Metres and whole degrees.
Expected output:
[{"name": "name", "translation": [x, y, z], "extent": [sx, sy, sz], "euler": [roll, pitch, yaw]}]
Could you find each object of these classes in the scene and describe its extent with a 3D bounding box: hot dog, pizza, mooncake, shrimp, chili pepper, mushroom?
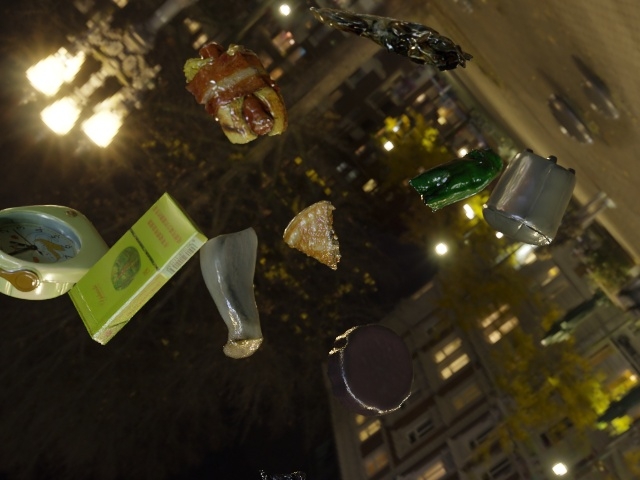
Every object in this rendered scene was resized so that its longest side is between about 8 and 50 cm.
[{"name": "hot dog", "translation": [-0.143, -0.261, 1.349], "extent": [0.213, 0.146, 0.103], "euler": [49, 148, 24]}, {"name": "pizza", "translation": [0.000, 0.000, 2.252], "extent": [0.199, 0.188, 0.062], "euler": [59, -156, 13]}, {"name": "mooncake", "translation": [0.150, 0.403, 2.437], "extent": [0.282, 0.141, 0.283], "euler": [11, -113, -28]}, {"name": "shrimp", "translation": [0.116, -0.380, 1.449], "extent": [0.233, 0.071, 0.365], "euler": [4, -157, -33]}, {"name": "chili pepper", "translation": [0.264, -0.122, 1.516], "extent": [0.224, 0.061, 0.098], "euler": [-25, -129, -32]}, {"name": "mushroom", "translation": [-0.211, 0.132, 2.008], "extent": [0.122, 0.159, 0.329], "euler": [116, 142, -75]}]

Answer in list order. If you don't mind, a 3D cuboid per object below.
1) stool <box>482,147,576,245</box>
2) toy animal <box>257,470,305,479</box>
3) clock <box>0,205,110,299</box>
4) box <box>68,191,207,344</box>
[{"name": "stool", "translation": [0.262, -0.053, 0.983], "extent": [0.096, 0.110, 0.096], "euler": [27, -177, -1]}, {"name": "toy animal", "translation": [-0.100, 0.659, 1.886], "extent": [0.117, 0.121, 0.210], "euler": [99, 174, -57]}, {"name": "clock", "translation": [-0.717, 0.033, 1.965], "extent": [0.348, 0.117, 0.286], "euler": [-4, -141, -42]}, {"name": "box", "translation": [-0.422, 0.060, 1.799], "extent": [0.187, 0.335, 0.047], "euler": [45, 180, 42]}]
